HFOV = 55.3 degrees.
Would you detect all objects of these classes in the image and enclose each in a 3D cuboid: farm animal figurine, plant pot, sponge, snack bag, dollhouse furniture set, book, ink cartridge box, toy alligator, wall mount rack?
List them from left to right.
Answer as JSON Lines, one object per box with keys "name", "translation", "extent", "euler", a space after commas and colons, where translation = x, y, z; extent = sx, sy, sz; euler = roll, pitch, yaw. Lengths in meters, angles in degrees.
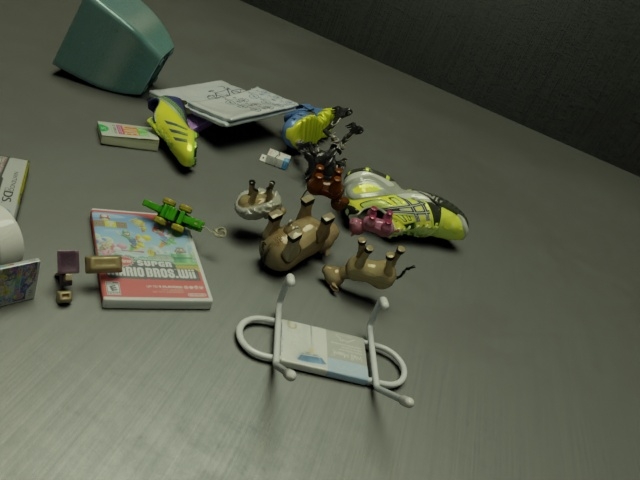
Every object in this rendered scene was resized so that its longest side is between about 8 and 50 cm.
{"name": "dollhouse furniture set", "translation": [-0.424, 0.067, 1.110], "extent": [0.114, 0.081, 0.091], "euler": [-1, 81, -32]}
{"name": "plant pot", "translation": [-0.593, -0.581, 1.829], "extent": [0.252, 0.247, 0.248], "euler": [34, 28, -15]}
{"name": "book", "translation": [-0.506, -0.277, 1.603], "extent": [0.144, 0.035, 0.096], "euler": [2, 33, -29]}
{"name": "toy alligator", "translation": [-0.290, -0.043, 1.312], "extent": [0.189, 0.056, 0.051], "euler": [22, -10, -2]}
{"name": "sponge", "translation": [-0.387, -0.372, 1.826], "extent": [0.117, 0.031, 0.210], "euler": [26, 31, 6]}
{"name": "snack bag", "translation": [-0.294, -0.435, 1.875], "extent": [0.342, 0.037, 0.323], "euler": [26, 33, 29]}
{"name": "ink cartridge box", "translation": [-0.133, -0.242, 1.793], "extent": [0.083, 0.028, 0.048], "euler": [20, 30, -5]}
{"name": "farm animal figurine", "translation": [0.000, 0.000, 1.389], "extent": [0.326, 0.172, 0.330], "euler": [-11, 51, -26]}
{"name": "wall mount rack", "translation": [0.025, 0.200, 1.109], "extent": [0.350, 0.130, 0.304], "euler": [15, 32, -12]}

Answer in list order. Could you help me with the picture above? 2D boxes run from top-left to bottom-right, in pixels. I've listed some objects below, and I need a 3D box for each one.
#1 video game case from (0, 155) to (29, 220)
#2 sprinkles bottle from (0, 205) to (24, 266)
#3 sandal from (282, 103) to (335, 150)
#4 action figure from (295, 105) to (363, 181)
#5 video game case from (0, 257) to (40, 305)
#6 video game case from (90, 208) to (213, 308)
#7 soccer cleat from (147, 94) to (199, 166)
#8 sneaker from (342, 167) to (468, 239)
{"name": "video game case", "translation": [-0.729, -0.108, 1.184], "extent": [0.274, 0.035, 0.248], "euler": [9, 34, -23]}
{"name": "sprinkles bottle", "translation": [-0.641, 0.043, 0.923], "extent": [0.121, 0.121, 0.355], "euler": [34, 33, 18]}
{"name": "sandal", "translation": [-0.061, -0.372, 1.972], "extent": [0.138, 0.126, 0.317], "euler": [21, 23, 13]}
{"name": "action figure", "translation": [0.018, -0.261, 1.817], "extent": [0.164, 0.141, 0.276], "euler": [42, 66, -20]}
{"name": "video game case", "translation": [-0.519, 0.075, 0.985], "extent": [0.122, 0.087, 0.011], "euler": [-16, 51, -47]}
{"name": "video game case", "translation": [-0.346, 0.033, 1.228], "extent": [0.204, 0.025, 0.285], "euler": [4, 35, -29]}
{"name": "soccer cleat", "translation": [-0.397, -0.289, 1.627], "extent": [0.121, 0.093, 0.289], "euler": [-2, 44, -25]}
{"name": "sneaker", "translation": [0.229, -0.061, 1.684], "extent": [0.384, 0.145, 0.147], "euler": [19, 61, -12]}
